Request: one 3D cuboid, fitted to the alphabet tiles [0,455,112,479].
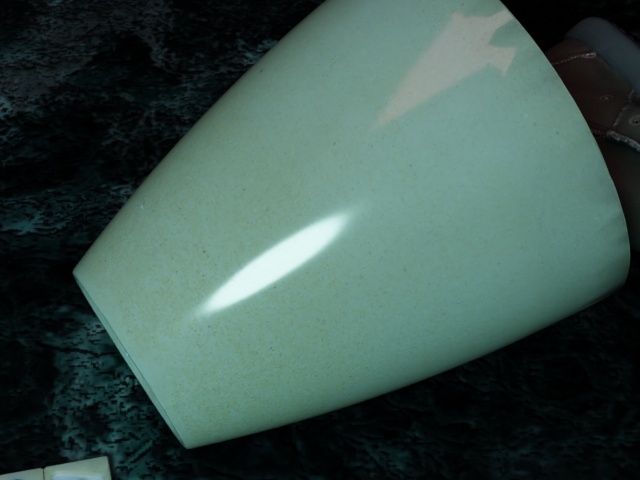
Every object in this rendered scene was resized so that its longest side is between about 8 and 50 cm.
[{"bbox_3d":[-0.198,0.216,0.773,0.198,0.009,0.237,-9,37,-9],"label":"alphabet tiles"}]

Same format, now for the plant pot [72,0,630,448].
[{"bbox_3d":[0.000,0.000,0.884,0.274,0.256,0.256,-33,44,-11],"label":"plant pot"}]

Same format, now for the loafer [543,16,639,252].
[{"bbox_3d":[0.224,-0.029,0.999,0.130,0.134,0.366,-31,30,1],"label":"loafer"}]
